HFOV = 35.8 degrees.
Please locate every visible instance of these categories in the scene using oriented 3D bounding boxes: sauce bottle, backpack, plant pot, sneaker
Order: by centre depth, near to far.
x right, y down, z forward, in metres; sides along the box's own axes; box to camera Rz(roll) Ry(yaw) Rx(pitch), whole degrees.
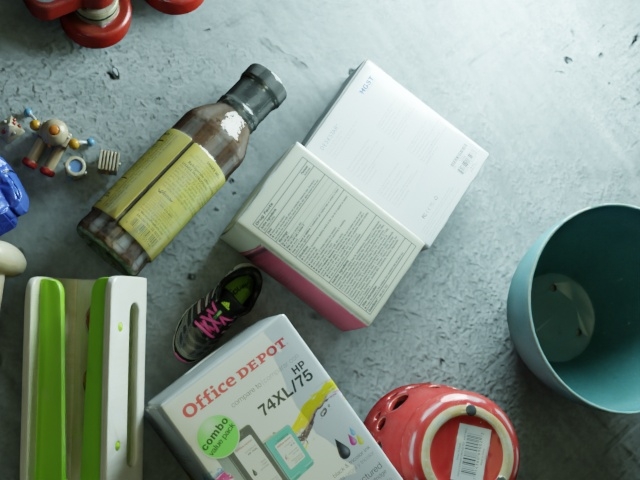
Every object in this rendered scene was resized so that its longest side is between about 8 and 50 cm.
[{"bbox_3d":[-0.444,-0.067,1.283,0.101,0.098,0.120,-33,82,-17],"label":"backpack"},{"bbox_3d":[-0.138,0.095,1.357,0.063,0.075,0.170,44,73,-6],"label":"sneaker"},{"bbox_3d":[-0.178,-0.103,1.358,0.111,0.111,0.344,45,73,-6],"label":"sauce bottle"},{"bbox_3d":[0.164,0.290,1.366,0.191,0.174,0.191,2,80,-14],"label":"plant pot"},{"bbox_3d":[0.389,0.105,1.447,0.290,0.195,0.290,2,81,-16],"label":"plant pot"}]

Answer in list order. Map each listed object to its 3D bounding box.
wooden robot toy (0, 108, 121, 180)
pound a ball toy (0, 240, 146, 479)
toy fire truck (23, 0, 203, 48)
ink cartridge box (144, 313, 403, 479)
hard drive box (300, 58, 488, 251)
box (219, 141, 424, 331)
[{"bbox_3d":[-0.353,-0.127,1.327,0.173,0.079,0.076,25,75,-11],"label":"wooden robot toy"},{"bbox_3d":[-0.328,0.159,1.278,0.208,0.136,0.319,-2,85,17],"label":"pound a ball toy"},{"bbox_3d":[-0.292,-0.429,1.355,0.302,0.169,0.254,-28,78,-19],"label":"toy fire truck"},{"bbox_3d":[-0.069,0.264,1.286,0.198,0.197,0.270,-37,92,-19],"label":"ink cartridge box"},{"bbox_3d":[0.099,-0.119,1.453,0.232,0.089,0.181,37,73,-8],"label":"hard drive box"},{"bbox_3d":[0.000,0.000,1.386,0.232,0.127,0.148,38,73,-7],"label":"box"}]
